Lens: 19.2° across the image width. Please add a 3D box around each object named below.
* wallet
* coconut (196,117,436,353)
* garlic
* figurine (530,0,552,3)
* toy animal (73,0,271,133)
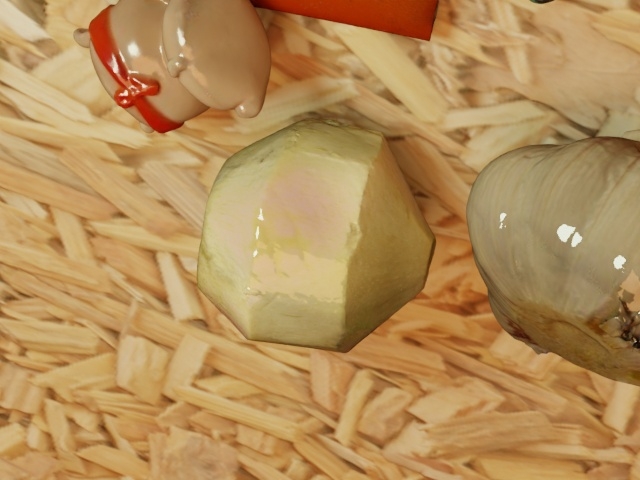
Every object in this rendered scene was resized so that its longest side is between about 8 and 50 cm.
[{"bbox_3d":[0.026,-0.284,1.915,0.204,0.045,0.142,12,126,5],"label":"wallet"},{"bbox_3d":[0.000,0.000,2.009,0.259,0.259,0.259,7,127,9],"label":"coconut"},{"bbox_3d":[0.297,0.025,1.953,0.322,0.241,0.322,41,149,32],"label":"garlic"},{"bbox_3d":[0.244,-0.272,1.869,0.106,0.047,0.060,-16,129,21],"label":"figurine"},{"bbox_3d":[-0.148,-0.192,1.950,0.197,0.171,0.171,-7,126,43],"label":"toy animal"}]
